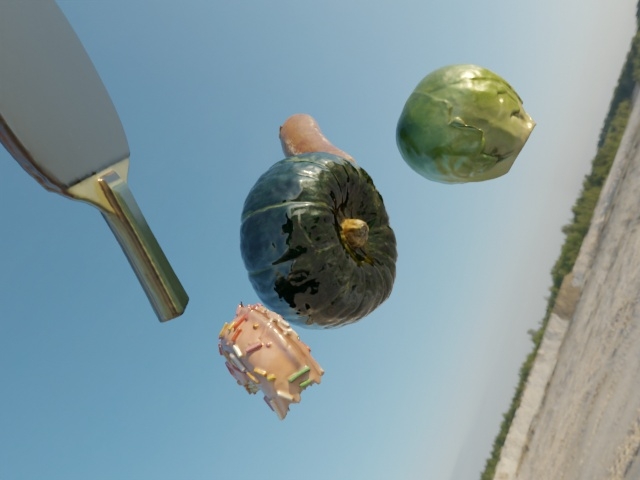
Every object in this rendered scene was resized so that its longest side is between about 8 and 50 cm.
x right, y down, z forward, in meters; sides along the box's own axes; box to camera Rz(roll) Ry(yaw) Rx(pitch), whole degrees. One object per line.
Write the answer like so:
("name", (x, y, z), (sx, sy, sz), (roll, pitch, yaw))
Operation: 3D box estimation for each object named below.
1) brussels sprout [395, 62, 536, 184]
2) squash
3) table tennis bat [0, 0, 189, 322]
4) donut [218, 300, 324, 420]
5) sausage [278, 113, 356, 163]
("brussels sprout", (0.263, -0.211, 0.915), (0.244, 0.244, 0.244), (-41, -39, -44))
("squash", (0.000, 0.000, 0.686), (0.252, 0.165, 0.252), (34, -133, -47))
("table tennis bat", (-0.174, -0.073, 0.360), (0.173, 0.023, 0.301), (-95, -17, -70))
("donut", (-0.066, 0.122, 0.525), (0.065, 0.117, 0.166), (-34, -1, -25))
("sausage", (-0.005, -0.168, 0.987), (0.109, 0.270, 0.108), (-17, -49, -20))
